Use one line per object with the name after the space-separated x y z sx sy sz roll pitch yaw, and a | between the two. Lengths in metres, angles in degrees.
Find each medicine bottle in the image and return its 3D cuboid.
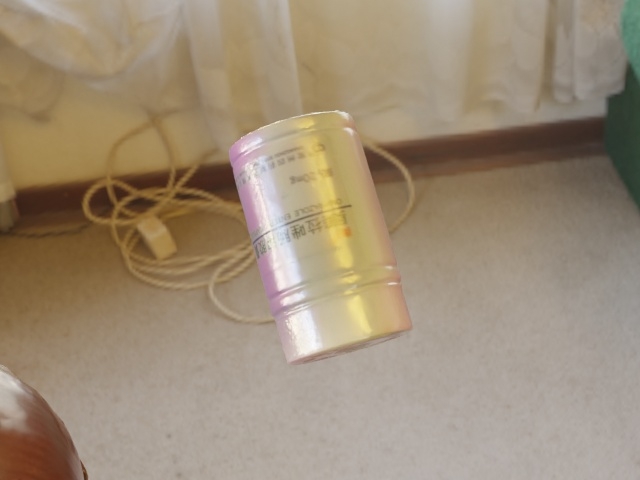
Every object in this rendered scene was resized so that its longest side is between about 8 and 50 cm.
0.000 0.000 1.162 0.152 0.152 0.253 -14 80 -9 | medicine bottle

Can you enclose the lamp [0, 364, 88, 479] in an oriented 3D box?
-0.193 0.104 0.381 0.258 0.180 0.180 21 45 37 | lamp
